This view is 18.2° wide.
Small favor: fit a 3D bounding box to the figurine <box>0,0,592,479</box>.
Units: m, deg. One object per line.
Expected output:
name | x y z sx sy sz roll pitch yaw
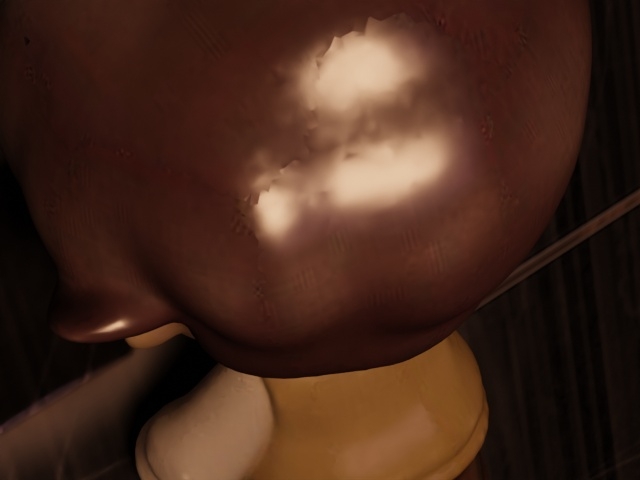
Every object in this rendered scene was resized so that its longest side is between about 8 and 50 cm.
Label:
figurine | -0.005 -0.012 0.772 0.218 0.206 0.365 -17 150 -9
